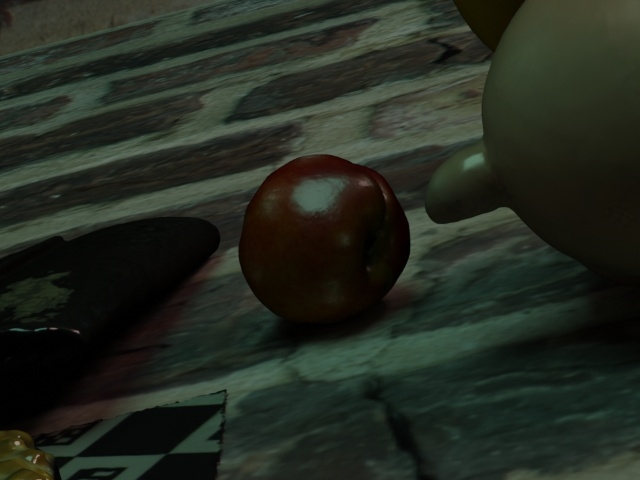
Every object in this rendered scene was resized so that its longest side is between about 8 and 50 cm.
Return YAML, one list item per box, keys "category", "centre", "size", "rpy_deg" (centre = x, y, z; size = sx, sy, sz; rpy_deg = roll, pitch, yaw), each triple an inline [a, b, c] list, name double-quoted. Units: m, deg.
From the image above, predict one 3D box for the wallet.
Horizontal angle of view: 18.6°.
- category: "wallet"
  centre: [-0.173, 0.036, 1.142]
  size: [0.170, 0.044, 0.321]
  rpy_deg: [-13, 7, 12]

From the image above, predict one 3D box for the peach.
- category: "peach"
  centre: [-0.002, -0.001, 1.076]
  size: [0.101, 0.100, 0.101]
  rpy_deg: [-14, 15, 4]

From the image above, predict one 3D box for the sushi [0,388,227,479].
- category: "sushi"
  centre: [-0.191, 0.124, 0.876]
  size: [0.294, 0.059, 0.292]
  rpy_deg: [-13, 15, 6]

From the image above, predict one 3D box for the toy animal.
- category: "toy animal"
  centre: [0.228, -0.072, 0.919]
  size: [0.345, 0.277, 0.247]
  rpy_deg: [-18, 40, 32]
